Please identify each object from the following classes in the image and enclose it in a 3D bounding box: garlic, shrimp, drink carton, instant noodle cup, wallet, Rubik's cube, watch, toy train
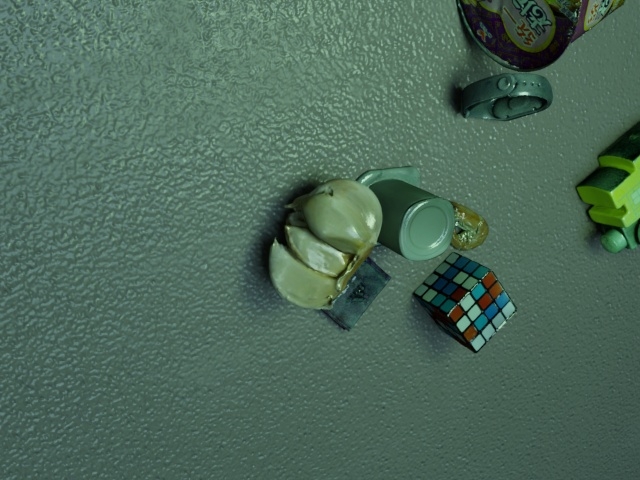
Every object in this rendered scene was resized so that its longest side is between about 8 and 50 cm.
[{"bbox_3d":[0.006,-0.009,1.728,0.203,0.185,0.281,33,110,1],"label":"garlic"},{"bbox_3d":[0.336,-0.038,1.975,0.180,0.041,0.099,36,102,-34],"label":"shrimp"},{"bbox_3d":[0.181,-0.044,1.799,0.191,0.189,0.185,-7,115,-26],"label":"drink carton"},{"bbox_3d":[0.493,-0.558,1.728,0.266,0.340,0.339,-28,118,-27],"label":"instant noodle cup"},{"bbox_3d":[0.080,0.119,1.886,0.166,0.030,0.111,-50,127,-4],"label":"wallet"},{"bbox_3d":[0.347,0.147,1.970,0.154,0.151,0.155,-44,121,-8],"label":"Rubik's cube"},{"bbox_3d":[0.408,-0.319,1.827,0.193,0.206,0.068,6,79,-48],"label":"watch"},{"bbox_3d":[0.875,-0.166,2.149,0.442,0.179,0.272,-38,112,-12],"label":"toy train"}]
